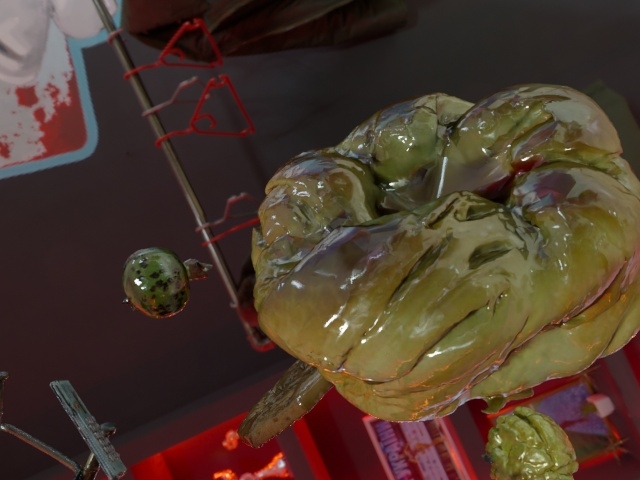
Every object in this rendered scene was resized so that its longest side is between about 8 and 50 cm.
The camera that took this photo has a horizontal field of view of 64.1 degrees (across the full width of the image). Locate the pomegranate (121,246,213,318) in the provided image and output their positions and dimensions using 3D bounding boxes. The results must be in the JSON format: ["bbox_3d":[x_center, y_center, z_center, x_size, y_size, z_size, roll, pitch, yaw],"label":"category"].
[{"bbox_3d":[-0.249,0.062,0.839,0.122,0.161,0.122,40,140,45],"label":"pomegranate"}]

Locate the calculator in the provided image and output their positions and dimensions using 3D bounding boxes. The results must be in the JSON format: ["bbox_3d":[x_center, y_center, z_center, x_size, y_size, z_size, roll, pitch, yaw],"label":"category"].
[{"bbox_3d":[-0.343,0.278,0.756,0.172,0.018,0.057,52,165,8],"label":"calculator"}]

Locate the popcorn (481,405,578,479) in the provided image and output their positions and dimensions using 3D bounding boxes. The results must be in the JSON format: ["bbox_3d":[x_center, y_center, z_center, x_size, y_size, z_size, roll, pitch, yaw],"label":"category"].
[{"bbox_3d":[0.403,0.419,1.003,0.142,0.173,0.174,1,-124,-48],"label":"popcorn"}]

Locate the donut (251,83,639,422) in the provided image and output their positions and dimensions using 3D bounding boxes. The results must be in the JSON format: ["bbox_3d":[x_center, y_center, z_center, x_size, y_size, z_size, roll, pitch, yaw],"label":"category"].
[{"bbox_3d":[0.098,-0.009,0.458,0.170,0.360,0.360,64,180,-34],"label":"donut"}]

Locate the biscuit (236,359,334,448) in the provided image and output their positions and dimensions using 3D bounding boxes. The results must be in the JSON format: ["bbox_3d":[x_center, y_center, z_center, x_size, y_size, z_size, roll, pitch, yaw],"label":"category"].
[{"bbox_3d":[-0.033,0.281,1.046,0.046,0.359,0.359,48,179,1],"label":"biscuit"}]

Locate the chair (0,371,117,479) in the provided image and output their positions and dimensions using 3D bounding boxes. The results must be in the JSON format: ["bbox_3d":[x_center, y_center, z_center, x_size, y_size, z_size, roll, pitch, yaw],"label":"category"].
[{"bbox_3d":[-0.622,0.507,0.852,0.364,0.361,0.411,-3,-79,-60],"label":"chair"}]
